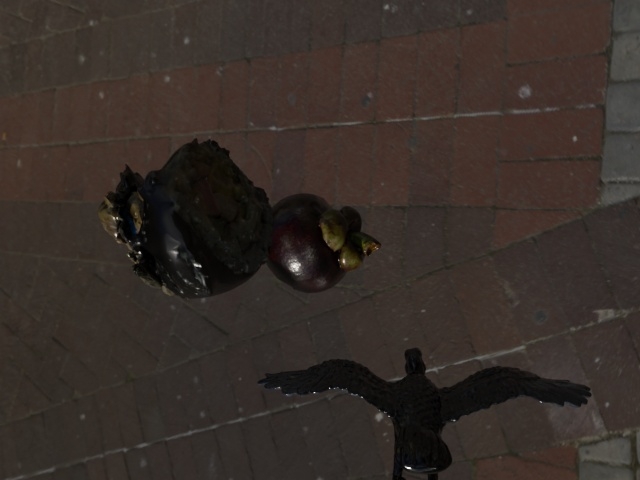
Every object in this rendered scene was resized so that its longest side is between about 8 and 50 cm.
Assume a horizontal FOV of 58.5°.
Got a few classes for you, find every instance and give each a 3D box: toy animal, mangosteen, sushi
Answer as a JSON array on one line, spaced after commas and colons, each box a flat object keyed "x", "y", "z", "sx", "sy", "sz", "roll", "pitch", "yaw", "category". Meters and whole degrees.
[{"x": 0.062, "y": 0.109, "z": 0.365, "sx": 0.220, "sy": 0.108, "sz": 0.062, "roll": 2, "pitch": 132, "yaw": 10, "category": "toy animal"}, {"x": 0.000, "y": 0.000, "z": 1.060, "sx": 0.230, "sy": 0.194, "sz": 0.194, "roll": -12, "pitch": 81, "yaw": 27, "category": "mangosteen"}, {"x": -0.205, "y": -0.016, "z": 0.846, "sx": 0.219, "sy": 0.225, "sz": 0.238, "roll": -10, "pitch": 110, "yaw": 28, "category": "sushi"}]
